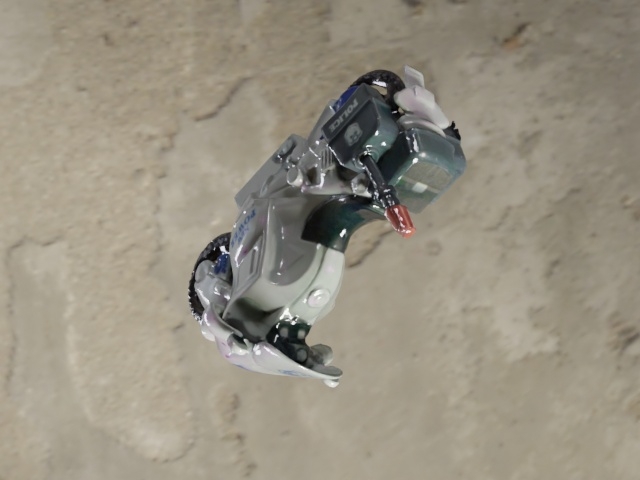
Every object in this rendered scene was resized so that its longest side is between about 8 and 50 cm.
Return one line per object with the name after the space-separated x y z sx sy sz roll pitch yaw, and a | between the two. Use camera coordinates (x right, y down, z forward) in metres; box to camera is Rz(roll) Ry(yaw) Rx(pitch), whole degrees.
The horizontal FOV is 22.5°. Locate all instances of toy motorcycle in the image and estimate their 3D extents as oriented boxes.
0.000 0.000 0.972 0.221 0.102 0.150 -47 43 23 | toy motorcycle
